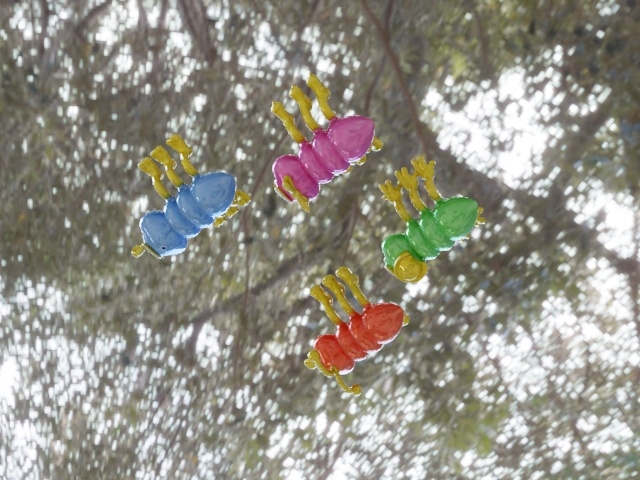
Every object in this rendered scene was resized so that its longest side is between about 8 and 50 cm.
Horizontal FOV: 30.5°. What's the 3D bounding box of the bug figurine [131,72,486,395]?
[{"bbox_3d":[0.000,0.000,0.922,0.279,0.216,0.072,37,-155,-28],"label":"bug figurine"}]
